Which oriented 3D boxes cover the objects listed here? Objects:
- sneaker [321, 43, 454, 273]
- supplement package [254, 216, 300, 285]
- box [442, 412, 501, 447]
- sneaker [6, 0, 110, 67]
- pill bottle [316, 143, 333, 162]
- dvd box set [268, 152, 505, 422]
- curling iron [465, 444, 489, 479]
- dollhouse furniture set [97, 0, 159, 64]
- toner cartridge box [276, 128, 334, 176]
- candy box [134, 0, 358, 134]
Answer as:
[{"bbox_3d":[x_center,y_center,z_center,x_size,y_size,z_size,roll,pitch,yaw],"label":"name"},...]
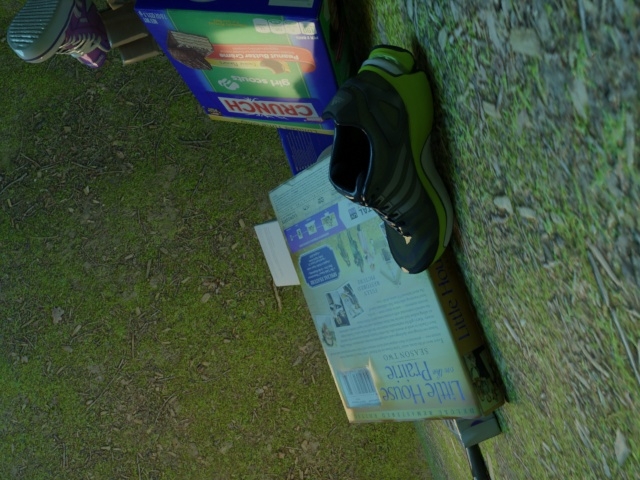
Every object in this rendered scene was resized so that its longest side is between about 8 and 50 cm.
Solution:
[{"bbox_3d":[0.071,-0.070,0.766,0.111,0.121,0.300,28,147,46],"label":"sneaker"},{"bbox_3d":[0.000,0.000,1.613,0.293,0.177,0.175,-10,101,56],"label":"supplement package"},{"bbox_3d":[0.237,0.285,1.147,0.324,0.067,0.063,111,139,-87],"label":"box"},{"bbox_3d":[-0.413,-0.341,1.083,0.282,0.102,0.161,-96,-17,-46],"label":"sneaker"},{"bbox_3d":[0.061,-0.069,1.221,0.272,0.152,0.152,75,175,-66],"label":"pill bottle"},{"bbox_3d":[0.082,0.070,1.000,0.307,0.062,0.420,-26,84,53],"label":"dvd box set"},{"bbox_3d":[0.319,0.483,1.297,0.068,0.035,0.274,-122,12,-83],"label":"curling iron"},{"bbox_3d":[-0.228,-0.528,1.023,0.362,0.394,0.256,76,175,-77],"label":"dollhouse furniture set"},{"bbox_3d":[-0.029,-0.298,1.311,0.075,0.165,0.348,-110,1,-59],"label":"toner cartridge box"},{"bbox_3d":[-0.091,-0.296,1.006,0.317,0.268,0.122,58,-137,-69],"label":"candy box"}]
